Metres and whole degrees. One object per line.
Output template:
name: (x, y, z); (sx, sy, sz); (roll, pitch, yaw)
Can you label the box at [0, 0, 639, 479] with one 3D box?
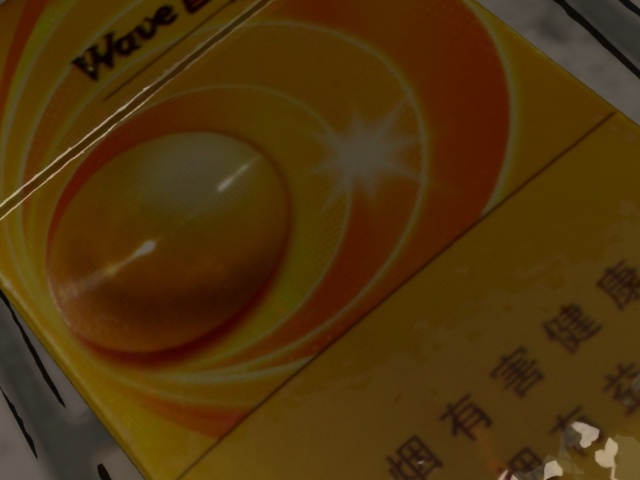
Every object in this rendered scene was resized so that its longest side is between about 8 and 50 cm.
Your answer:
box: (0.000, 0.000, 0.392); (0.152, 0.043, 0.269); (-39, 54, -7)
